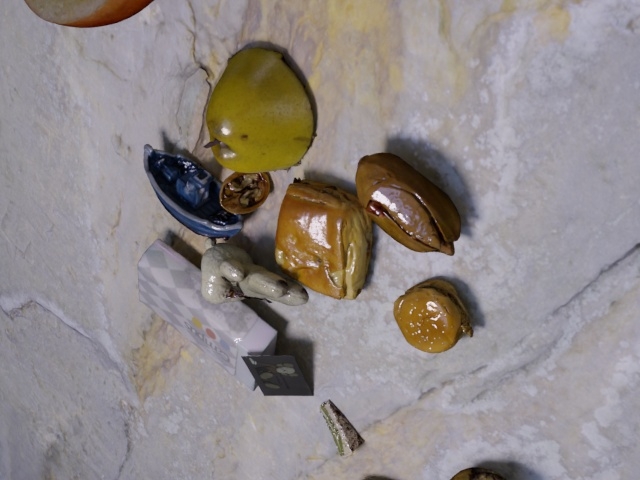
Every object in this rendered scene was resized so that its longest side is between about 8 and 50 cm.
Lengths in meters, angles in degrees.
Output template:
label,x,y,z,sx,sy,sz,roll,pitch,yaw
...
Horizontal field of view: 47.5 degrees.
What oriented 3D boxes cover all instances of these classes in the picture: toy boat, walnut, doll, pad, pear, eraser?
label,x,y,z,sx,sy,sz,roll,pitch,yaw
toy boat,-0.287,-0.117,1.631,0.309,0.129,0.143,39,143,16
walnut,-0.167,-0.105,1.571,0.091,0.121,0.052,60,164,-7
doll,-0.161,0.097,1.610,0.278,0.149,0.175,13,139,43
pad,-0.099,0.321,1.712,0.127,0.004,0.190,-3,140,15
pear,-0.148,-0.237,1.441,0.266,0.178,0.267,14,120,26
eraser,-0.285,0.184,1.796,0.396,0.082,0.213,36,145,17
walnut,0.161,-0.065,1.332,0.245,0.137,0.137,41,131,0

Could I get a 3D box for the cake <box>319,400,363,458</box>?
label,x,y,z,sx,sy,sz,roll,pitch,yaw
cake,0.049,0.446,1.737,0.051,0.055,0.140,-43,66,43

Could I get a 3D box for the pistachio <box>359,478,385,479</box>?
label,x,y,z,sx,sy,sz,roll,pitch,yaw
pistachio,0.153,0.636,1.676,0.237,0.153,0.138,14,140,29

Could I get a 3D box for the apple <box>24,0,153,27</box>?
label,x,y,z,sx,sy,sz,roll,pitch,yaw
apple,-0.441,-0.597,1.409,0.364,0.295,0.329,7,142,31

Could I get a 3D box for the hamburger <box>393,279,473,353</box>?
label,x,y,z,sx,sy,sz,roll,pitch,yaw
hamburger,0.219,0.152,1.425,0.147,0.083,0.138,-21,103,44

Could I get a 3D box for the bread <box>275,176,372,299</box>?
label,x,y,z,sx,sy,sz,roll,pitch,yaw
bread,0.000,0.000,1.498,0.210,0.099,0.235,22,124,27

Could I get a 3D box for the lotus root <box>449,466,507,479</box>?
label,x,y,z,sx,sy,sz,roll,pitch,yaw
lotus root,0.329,0.577,1.520,0.169,0.141,0.314,30,136,25
